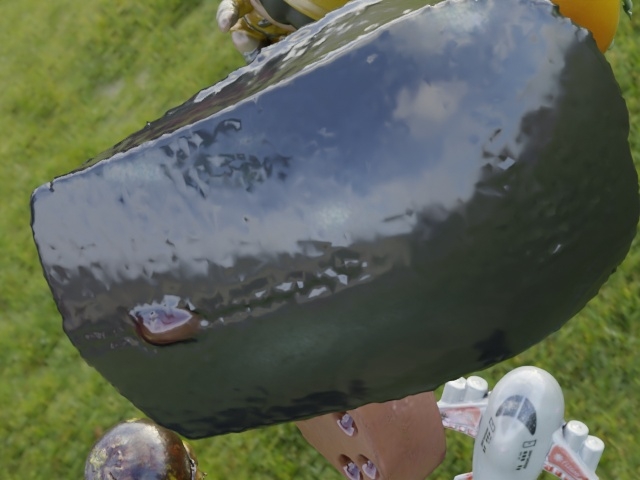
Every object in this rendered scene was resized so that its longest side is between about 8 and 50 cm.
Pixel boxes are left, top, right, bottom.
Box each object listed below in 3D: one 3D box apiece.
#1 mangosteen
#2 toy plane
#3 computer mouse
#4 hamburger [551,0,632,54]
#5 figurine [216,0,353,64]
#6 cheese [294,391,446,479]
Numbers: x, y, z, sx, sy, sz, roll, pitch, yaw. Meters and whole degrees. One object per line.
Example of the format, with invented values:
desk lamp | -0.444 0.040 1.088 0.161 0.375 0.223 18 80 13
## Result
mangosteen | -0.282 0.394 2.120 0.192 0.217 0.192 -15 65 35
toy plane | 0.256 0.280 1.717 0.252 0.252 0.118 -21 9 32
computer mouse | 0.000 0.002 0.575 0.295 0.168 0.087 -25 21 18
hamburger | 0.184 -0.232 1.249 0.246 0.246 0.170 -16 48 36
figurine | -0.032 -0.309 1.552 0.257 0.192 0.167 -25 55 61
cheese | 0.063 0.198 1.575 0.128 0.177 0.203 -35 64 -28
